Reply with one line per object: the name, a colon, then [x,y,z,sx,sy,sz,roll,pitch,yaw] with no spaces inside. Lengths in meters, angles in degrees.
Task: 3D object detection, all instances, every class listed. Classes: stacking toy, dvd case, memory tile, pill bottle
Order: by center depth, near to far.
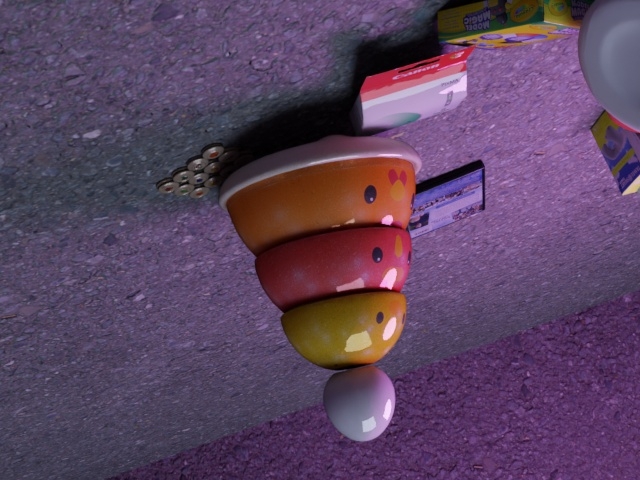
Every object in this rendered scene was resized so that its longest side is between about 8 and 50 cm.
pill bottle: [0.559,-0.333,1.504,0.407,0.229,0.229,-39,170,-30]
memory tile: [-0.189,-0.112,1.790,0.148,0.012,0.113,-33,156,29]
stacking toy: [0.039,0.091,1.794,0.350,0.480,0.350,-12,170,-2]
dvd case: [0.263,-0.082,2.287,0.180,0.022,0.253,-22,159,1]

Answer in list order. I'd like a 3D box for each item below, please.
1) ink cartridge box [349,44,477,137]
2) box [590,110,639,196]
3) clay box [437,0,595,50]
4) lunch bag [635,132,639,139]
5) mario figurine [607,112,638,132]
ink cartridge box: [0.146,-0.228,1.689,0.181,0.056,0.224,-18,177,-7]
box: [0.611,-0.176,2.161,0.042,0.178,0.109,-14,158,-16]
clay box: [0.292,-0.316,1.549,0.127,0.053,0.222,-2,-179,-41]
lunch bag: [0.708,-0.266,1.940,0.256,0.213,0.305,-27,150,4]
mario figurine: [0.590,-0.286,1.733,0.320,0.198,0.170,-31,153,-4]
